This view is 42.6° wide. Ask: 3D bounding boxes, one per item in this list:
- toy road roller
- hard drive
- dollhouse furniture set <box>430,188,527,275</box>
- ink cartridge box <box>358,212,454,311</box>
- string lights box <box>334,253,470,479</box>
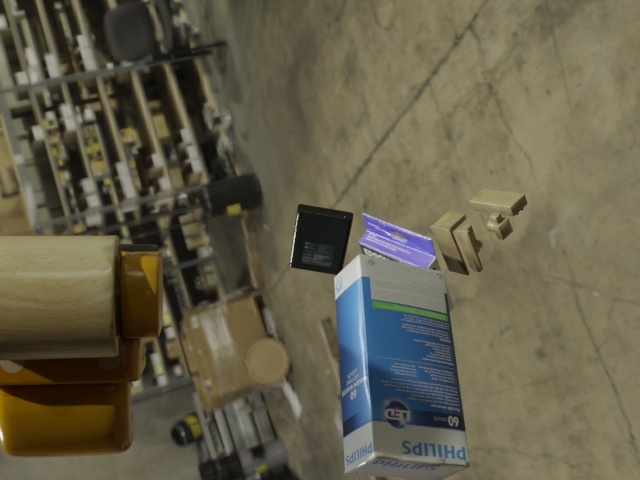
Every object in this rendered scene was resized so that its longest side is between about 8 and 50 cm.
[{"bbox_3d":[-0.268,0.120,0.866,0.329,0.203,0.240,166,104,-80],"label":"toy road roller"},{"bbox_3d":[0.000,0.000,1.406,0.022,0.094,0.135,-81,1,-46],"label":"hard drive"},{"bbox_3d":[0.352,-0.014,1.749,0.144,0.151,0.123,14,137,52],"label":"dollhouse furniture set"},{"bbox_3d":[0.178,0.054,1.784,0.206,0.045,0.208,23,146,44],"label":"ink cartridge box"},{"bbox_3d":[0.096,0.156,1.018,0.077,0.133,0.259,-46,38,50],"label":"string lights box"}]
